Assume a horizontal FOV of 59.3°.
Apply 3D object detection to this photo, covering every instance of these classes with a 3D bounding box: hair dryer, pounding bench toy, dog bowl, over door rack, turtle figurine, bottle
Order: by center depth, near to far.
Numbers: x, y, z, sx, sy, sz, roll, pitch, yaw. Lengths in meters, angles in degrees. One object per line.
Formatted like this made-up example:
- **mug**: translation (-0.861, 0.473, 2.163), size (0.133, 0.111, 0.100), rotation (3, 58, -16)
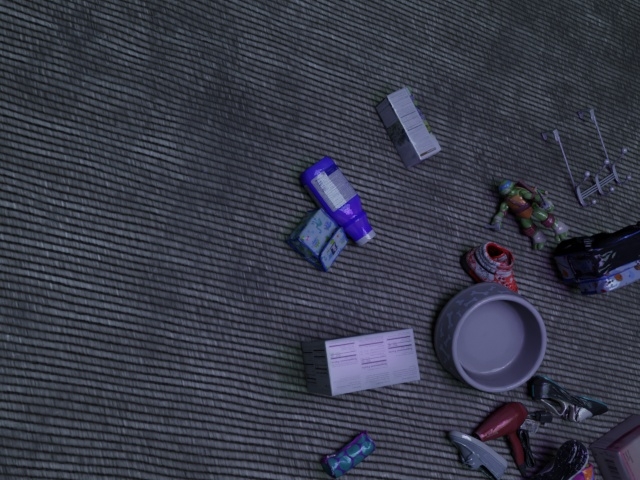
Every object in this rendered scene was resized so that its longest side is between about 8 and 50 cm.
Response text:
- **bottle**: translation (0.060, -0.113, 1.703), size (0.118, 0.092, 0.282), rotation (-38, 94, -18)
- **dog bowl**: translation (0.533, 0.307, 1.736), size (0.349, 0.102, 0.348), rotation (-1, 97, -9)
- **hair dryer**: translation (0.615, 0.622, 1.769), size (0.294, 0.080, 0.223), rotation (17, 75, -16)
- **turtle figurine**: translation (0.681, -0.064, 1.868), size (0.266, 0.274, 0.198), rotation (39, 106, -15)
- **pounding bench toy**: translation (0.758, -0.162, 1.988), size (0.065, 0.052, 0.083), rotation (44, 69, -7)
- **over door rack**: translation (0.998, -0.315, 2.076), size (0.240, 0.108, 0.324), rotation (-28, 90, -23)

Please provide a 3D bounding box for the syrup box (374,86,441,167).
- **syrup box**: translation (0.284, -0.366, 1.833), size (0.096, 0.093, 0.236), rotation (-29, 90, -23)

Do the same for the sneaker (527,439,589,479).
- **sneaker**: translation (0.736, 0.741, 1.758), size (0.271, 0.108, 0.100), rotation (-49, 57, 4)

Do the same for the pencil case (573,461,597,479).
- **pencil case**: translation (0.851, 0.835, 1.805), size (0.105, 0.104, 0.236), rotation (-8, 82, -21)

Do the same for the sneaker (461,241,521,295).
- **sneaker**: translation (0.585, 0.121, 1.800), size (0.270, 0.145, 0.090), rotation (47, 59, 3)

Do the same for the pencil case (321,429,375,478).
- **pencil case**: translation (0.080, 0.604, 1.586), size (0.152, 0.065, 0.070), rotation (-28, 106, -23)

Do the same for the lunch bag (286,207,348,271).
- **lunch bag**: translation (0.000, 0.000, 1.664), size (0.151, 0.096, 0.128), rotation (46, 65, -22)

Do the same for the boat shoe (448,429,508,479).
- **boat shoe**: translation (0.474, 0.659, 1.711), size (0.228, 0.079, 0.081), rotation (36, 66, -13)

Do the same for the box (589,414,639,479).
- **box**: translation (1.054, 0.709, 1.886), size (0.233, 0.127, 0.148), rotation (-23, 88, -22)

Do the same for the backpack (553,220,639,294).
- **backpack**: translation (0.940, 0.066, 1.898), size (0.277, 0.263, 0.212), rotation (-14, 91, -15)

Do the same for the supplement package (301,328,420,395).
- **supplement package**: translation (0.107, 0.337, 1.572), size (0.262, 0.204, 0.145), rotation (-4, 80, -21)

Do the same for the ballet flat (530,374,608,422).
- **ballet flat**: translation (0.809, 0.539, 1.850), size (0.281, 0.095, 0.096), rotation (24, 67, -4)
